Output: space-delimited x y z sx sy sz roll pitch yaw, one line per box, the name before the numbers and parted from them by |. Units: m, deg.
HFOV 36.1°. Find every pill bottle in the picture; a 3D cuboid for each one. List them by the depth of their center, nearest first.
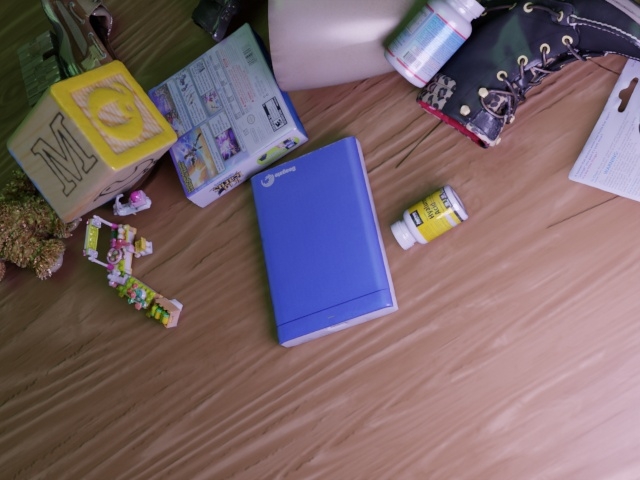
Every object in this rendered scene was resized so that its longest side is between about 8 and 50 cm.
pill bottle | 0.182 -0.328 1.559 0.160 0.087 0.087 -47 58 16
pill bottle | 0.175 -0.034 1.588 0.116 0.065 0.065 -33 61 14

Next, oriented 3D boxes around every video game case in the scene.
video game case | -0.179 -0.235 1.841 0.244 0.061 0.270 -31 61 13

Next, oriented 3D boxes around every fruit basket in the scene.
fruit basket | 0.579 -0.176 1.407 0.353 0.165 0.327 23 83 47

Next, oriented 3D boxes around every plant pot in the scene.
plant pot | 0.071 -0.383 1.683 0.274 0.256 0.257 2 73 9

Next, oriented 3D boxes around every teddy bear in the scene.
teddy bear | -0.628 -0.028 1.969 0.338 0.113 0.245 28 84 31

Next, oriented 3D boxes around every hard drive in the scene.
hard drive | 0.000 0.000 1.679 0.210 0.040 0.319 -21 64 20

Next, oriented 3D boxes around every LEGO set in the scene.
LEGO set | -0.360 0.042 1.808 0.132 0.107 0.287 -28 62 16

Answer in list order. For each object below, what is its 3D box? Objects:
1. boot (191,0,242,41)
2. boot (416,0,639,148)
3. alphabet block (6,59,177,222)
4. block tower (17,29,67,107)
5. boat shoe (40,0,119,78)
boot | -0.185 -0.520 1.914 0.229 0.091 0.263 -53 31 17
boot | 0.332 -0.270 1.526 0.284 0.138 0.377 -54 44 3
alphabet block | -0.421 -0.183 1.805 0.193 0.192 0.197 52 131 -2
block tower | -0.534 -0.268 2.017 0.097 0.091 0.335 -27 63 17
boat shoe | -0.491 -0.452 2.054 0.120 0.122 0.324 -26 71 11
